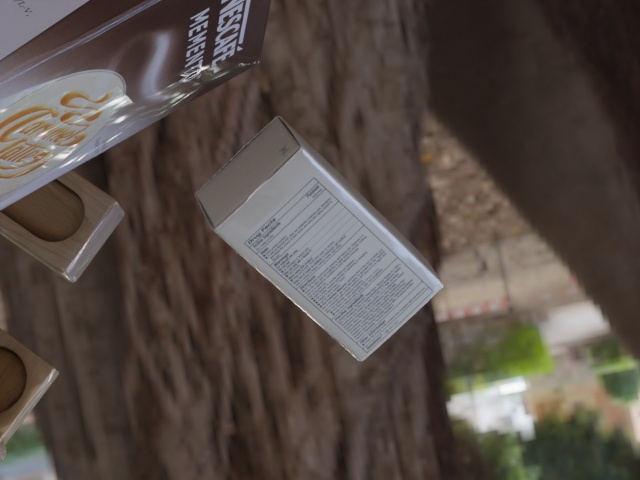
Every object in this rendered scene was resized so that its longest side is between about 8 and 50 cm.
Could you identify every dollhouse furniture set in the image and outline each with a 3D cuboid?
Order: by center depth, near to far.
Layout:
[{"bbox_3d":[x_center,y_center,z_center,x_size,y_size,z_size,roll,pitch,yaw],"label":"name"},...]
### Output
[{"bbox_3d":[-0.194,0.005,0.942,0.151,0.144,0.123,-54,166,-9],"label":"dollhouse furniture set"}]

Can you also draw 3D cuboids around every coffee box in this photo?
[{"bbox_3d":[-0.147,-0.081,0.748,0.246,0.098,0.141,-31,169,-15],"label":"coffee box"}]

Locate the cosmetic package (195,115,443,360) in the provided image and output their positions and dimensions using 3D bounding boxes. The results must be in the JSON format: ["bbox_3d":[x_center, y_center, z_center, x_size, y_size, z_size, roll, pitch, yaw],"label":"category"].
[{"bbox_3d":[0.000,0.000,0.867,0.060,0.115,0.041,-42,-148,5],"label":"cosmetic package"}]
